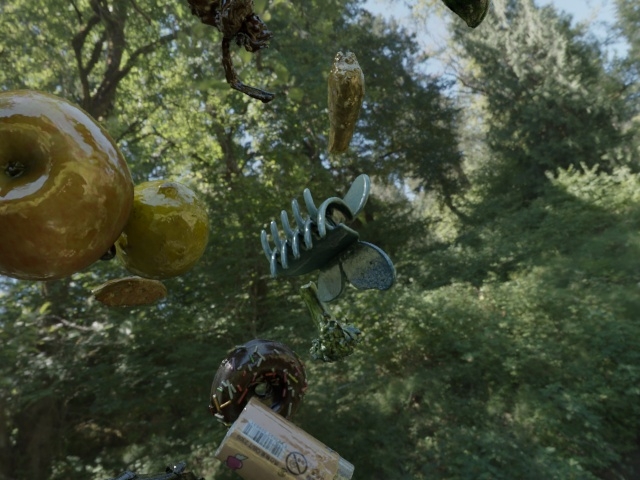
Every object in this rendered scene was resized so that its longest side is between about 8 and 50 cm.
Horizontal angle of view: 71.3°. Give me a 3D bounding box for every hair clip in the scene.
[{"bbox_3d":[0.000,0.000,1.325,0.238,0.392,0.318,13,-36,-37],"label":"hair clip"}]

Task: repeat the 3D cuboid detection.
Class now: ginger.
[{"bbox_3d":[0.067,-0.503,1.641,0.166,0.236,0.375,-7,-29,-25],"label":"ginger"}]

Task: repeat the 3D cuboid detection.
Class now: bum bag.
[{"bbox_3d":[-0.504,0.710,1.300,0.326,0.079,0.142,-4,-52,-13],"label":"bum bag"}]

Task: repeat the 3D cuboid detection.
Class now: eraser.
[{"bbox_3d":[-0.075,0.498,1.018,0.087,0.290,0.171,-62,-7,33],"label":"eraser"}]

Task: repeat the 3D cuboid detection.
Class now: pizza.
[{"bbox_3d":[-0.602,0.156,1.421,0.246,0.058,0.127,-5,-48,-43],"label":"pizza"}]

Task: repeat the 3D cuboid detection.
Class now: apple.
[{"bbox_3d":[-0.584,-0.111,0.911,0.391,0.391,0.346,-16,-7,-26],"label":"apple"}]

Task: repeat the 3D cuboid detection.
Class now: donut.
[{"bbox_3d":[-0.156,0.390,1.165,0.270,0.269,0.103,-16,14,-24],"label":"donut"}]

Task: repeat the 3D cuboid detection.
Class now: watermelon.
[{"bbox_3d":[0.424,-0.731,1.294,0.232,0.204,0.127,8,-32,-37],"label":"watermelon"}]

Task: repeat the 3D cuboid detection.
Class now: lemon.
[{"bbox_3d":[-0.425,-0.027,1.196,0.284,0.260,0.260,-45,-22,24],"label":"lemon"}]

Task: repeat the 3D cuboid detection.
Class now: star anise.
[{"bbox_3d":[-0.206,-0.511,1.113,0.148,0.346,0.237,-33,24,-13],"label":"star anise"}]

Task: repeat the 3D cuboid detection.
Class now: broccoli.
[{"bbox_3d":[0.004,0.280,1.472,0.177,0.275,0.198,-32,6,18],"label":"broccoli"}]

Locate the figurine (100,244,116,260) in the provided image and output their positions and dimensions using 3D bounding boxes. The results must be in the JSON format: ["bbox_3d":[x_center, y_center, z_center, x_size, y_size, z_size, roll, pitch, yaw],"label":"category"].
[{"bbox_3d":[-0.554,0.024,1.094,0.106,0.060,0.047,-8,-13,3],"label":"figurine"}]
